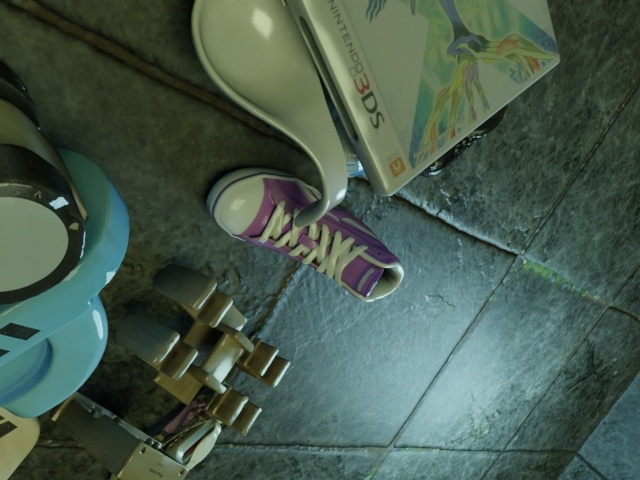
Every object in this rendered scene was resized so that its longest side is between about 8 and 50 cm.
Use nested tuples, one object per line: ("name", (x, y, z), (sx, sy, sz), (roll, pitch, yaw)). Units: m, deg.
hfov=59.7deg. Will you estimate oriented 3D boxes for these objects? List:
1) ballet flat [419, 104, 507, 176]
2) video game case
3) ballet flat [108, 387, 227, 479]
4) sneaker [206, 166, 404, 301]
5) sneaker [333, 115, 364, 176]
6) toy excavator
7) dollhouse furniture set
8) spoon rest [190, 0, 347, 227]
("ballet flat", (0.209, -0.161, 0.837), (0.173, 0.057, 0.049), (-39, 174, -6))
("video game case", (0.132, -0.263, 0.640), (0.329, 0.036, 0.300), (-38, 119, -18))
("ballet flat", (-0.217, 0.312, 0.816), (0.221, 0.079, 0.077), (-41, 134, -5))
("sneaker", (0.001, -0.001, 0.710), (0.282, 0.161, 0.102), (17, 109, -39))
("sneaker", (0.091, -0.181, 0.722), (0.237, 0.085, 0.086), (-49, 175, -9))
("toy excavator", (-0.342, 0.124, 0.539), (0.432, 0.222, 0.445), (-34, 141, -10))
("dollhouse furniture set", (-0.200, 0.177, 0.733), (0.242, 0.160, 0.212), (-56, 137, -22))
("spoon rest", (-0.040, -0.145, 0.596), (0.137, 0.084, 0.277), (-42, 117, -34))
